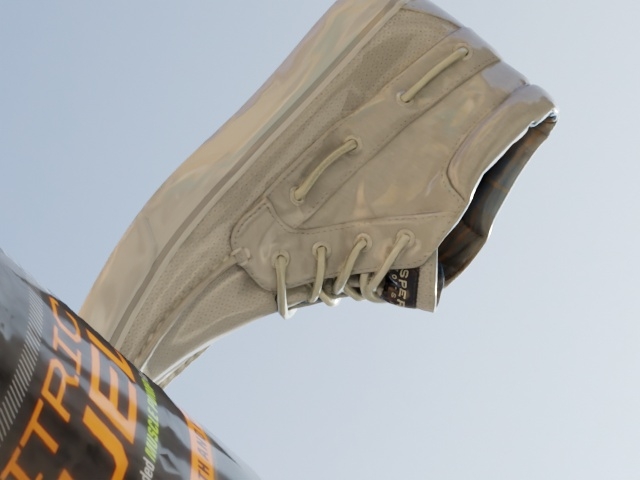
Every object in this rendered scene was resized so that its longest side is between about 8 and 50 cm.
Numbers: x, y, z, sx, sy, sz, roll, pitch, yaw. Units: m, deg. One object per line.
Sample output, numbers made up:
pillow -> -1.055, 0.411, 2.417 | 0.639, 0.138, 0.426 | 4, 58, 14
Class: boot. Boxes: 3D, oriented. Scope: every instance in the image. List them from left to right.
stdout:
boot -> 0.000, 0.000, 0.793 | 0.123, 0.095, 0.258 | 37, -98, 17

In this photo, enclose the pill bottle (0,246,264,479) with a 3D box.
pill bottle -> -0.119, 0.064, 0.484 | 0.130, 0.130, 0.246 | -38, -57, 11
